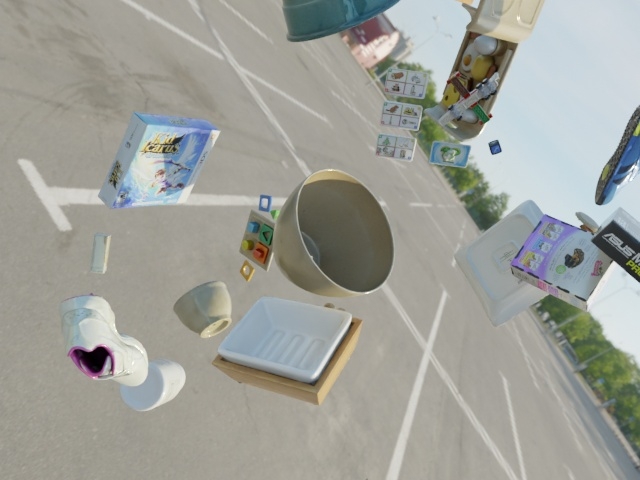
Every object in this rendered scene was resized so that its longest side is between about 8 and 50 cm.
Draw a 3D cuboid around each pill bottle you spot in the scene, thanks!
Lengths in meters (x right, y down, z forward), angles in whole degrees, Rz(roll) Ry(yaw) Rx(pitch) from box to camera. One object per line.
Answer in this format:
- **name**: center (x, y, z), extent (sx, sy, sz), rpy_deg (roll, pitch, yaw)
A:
- **pill bottle**: center (-0.475, 0.409, 1.566), extent (0.131, 0.131, 0.229), rpy_deg (58, -2, 9)

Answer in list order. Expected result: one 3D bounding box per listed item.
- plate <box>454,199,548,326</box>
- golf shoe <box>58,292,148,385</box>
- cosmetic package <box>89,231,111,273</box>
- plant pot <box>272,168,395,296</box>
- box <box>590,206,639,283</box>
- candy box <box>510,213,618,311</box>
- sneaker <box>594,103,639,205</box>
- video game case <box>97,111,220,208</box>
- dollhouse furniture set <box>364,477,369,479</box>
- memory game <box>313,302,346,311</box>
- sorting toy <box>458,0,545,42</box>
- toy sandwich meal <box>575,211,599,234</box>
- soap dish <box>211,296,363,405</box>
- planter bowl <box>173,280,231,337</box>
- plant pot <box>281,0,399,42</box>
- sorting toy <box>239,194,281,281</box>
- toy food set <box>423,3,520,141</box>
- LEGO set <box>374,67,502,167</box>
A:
- **plate**: center (0.518, 0.051, 1.473), extent (0.045, 0.277, 0.278), rpy_deg (31, 28, -41)
- **golf shoe**: center (-0.448, 0.245, 1.124), extent (0.306, 0.115, 0.140), rpy_deg (73, -2, -47)
- **cosmetic package**: center (-0.656, 0.037, 1.615), extent (0.041, 0.115, 0.060), rpy_deg (8, 7, -14)
- **plant pot**: center (0.002, 0.008, 1.219), extent (0.284, 0.191, 0.284), rpy_deg (20, 57, -34)
- **box**: center (0.668, 0.035, 1.101), extent (0.216, 0.060, 0.270), rpy_deg (47, 28, 17)
- **candy box**: center (0.589, 0.051, 1.301), extent (0.196, 0.165, 0.070), rpy_deg (31, -12, 37)
- **sneaker**: center (0.587, -0.147, 1.008), extent (0.082, 0.209, 0.069), rpy_deg (18, 34, 6)
- **video game case**: center (-0.411, -0.203, 1.404), extent (0.061, 0.244, 0.269), rpy_deg (39, 23, 18)
- **dollhouse furniture set**: center (0.038, 0.642, 0.987), extent (0.174, 0.303, 0.355), rpy_deg (50, -4, 9)
- **memory game**: center (0.010, 0.255, 1.425), extent (0.012, 0.186, 0.186), rpy_deg (24, 34, -56)
- **sorting toy**: center (0.315, -0.460, 0.902), extent (0.307, 0.229, 0.041), rpy_deg (-11, 41, -44)
- **toy sandwich meal**: center (0.699, -0.041, 1.425), extent (0.085, 0.029, 0.085), rpy_deg (24, 33, -17)
- **soap dish**: center (-0.072, 0.254, 1.270), extent (0.229, 0.291, 0.118), rpy_deg (-51, 138, -43)
- **planter bowl**: center (-0.316, 0.204, 1.522), extent (0.109, 0.162, 0.162), rpy_deg (57, 15, 21)
- **plant pot**: center (0.011, -0.744, 1.395), extent (0.341, 0.341, 0.334), rpy_deg (-99, 168, -58)
- **sorting toy**: center (-0.239, -0.001, 2.029), extent (0.047, 0.348, 0.196), rpy_deg (1, 23, -46)
- **toy food set**: center (0.379, -0.441, 1.421), extent (0.092, 0.306, 0.220), rpy_deg (4, 31, -24)
- **LEGO set**: center (0.239, -0.237, 1.052), extent (0.060, 0.244, 0.182), rpy_deg (-74, 171, -56)
